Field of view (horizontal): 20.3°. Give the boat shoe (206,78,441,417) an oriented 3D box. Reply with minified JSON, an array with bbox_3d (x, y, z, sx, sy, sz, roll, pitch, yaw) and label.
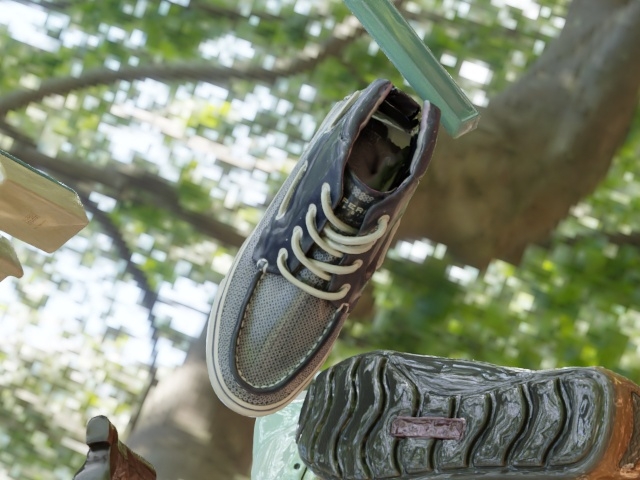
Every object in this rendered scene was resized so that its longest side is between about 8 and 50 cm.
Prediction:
[{"bbox_3d":[0.000,0.000,1.650,0.158,0.127,0.340,144,150,-76],"label":"boat shoe"}]

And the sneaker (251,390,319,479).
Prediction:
[{"bbox_3d":[0.035,0.233,1.963,0.094,0.256,0.151,46,-139,-39],"label":"sneaker"}]

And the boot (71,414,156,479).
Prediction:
[{"bbox_3d":[-0.182,0.226,1.604,0.114,0.037,0.106,64,-149,-52],"label":"boot"}]

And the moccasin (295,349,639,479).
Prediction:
[{"bbox_3d":[0.130,0.160,1.477,0.147,0.380,0.139,28,-118,-40],"label":"moccasin"}]

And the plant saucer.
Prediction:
[{"bbox_3d":[0.085,-0.181,1.715,0.018,0.192,0.067,-40,-5,28],"label":"plant saucer"}]

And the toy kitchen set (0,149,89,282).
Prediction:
[{"bbox_3d":[-0.352,-0.034,1.661,0.207,0.166,0.122,-38,-33,14],"label":"toy kitchen set"}]
